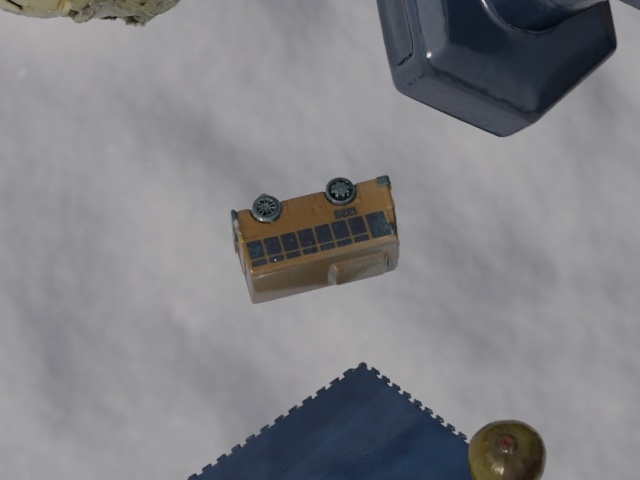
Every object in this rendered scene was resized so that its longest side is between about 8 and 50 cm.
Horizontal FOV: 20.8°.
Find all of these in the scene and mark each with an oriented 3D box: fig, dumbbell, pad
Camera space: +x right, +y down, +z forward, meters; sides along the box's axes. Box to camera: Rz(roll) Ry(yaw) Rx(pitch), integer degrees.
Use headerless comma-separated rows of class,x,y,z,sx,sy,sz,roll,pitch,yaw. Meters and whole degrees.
fig,0.173,0.208,1.625,0.074,0.088,0.074,-2,54,3
dumbbell,0.151,-0.163,0.985,0.160,0.325,0.144,24,75,-16
pad,0.021,0.257,1.901,0.269,0.269,0.012,-31,128,-19

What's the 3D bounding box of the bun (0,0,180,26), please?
bun,-0.206,-0.261,1.412,0.287,0.287,0.146,23,67,-25

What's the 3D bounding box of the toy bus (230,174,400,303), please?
toy bus,0.000,0.000,1.916,0.182,0.091,0.103,-13,62,-7
